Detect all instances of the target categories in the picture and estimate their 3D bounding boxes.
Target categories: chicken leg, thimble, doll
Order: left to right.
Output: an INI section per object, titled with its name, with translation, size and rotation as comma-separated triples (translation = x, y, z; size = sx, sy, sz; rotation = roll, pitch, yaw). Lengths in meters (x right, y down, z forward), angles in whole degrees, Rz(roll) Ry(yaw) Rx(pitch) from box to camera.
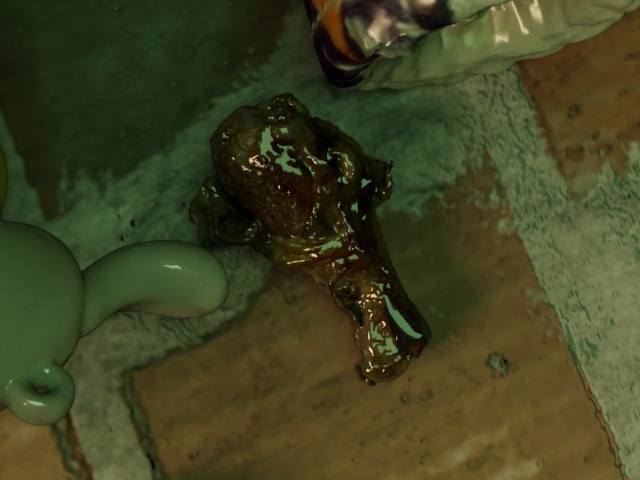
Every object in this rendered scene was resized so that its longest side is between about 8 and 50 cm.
[doll]
translation = -0.206, -0.003, 0.752
size = 0.311, 0.242, 0.159
rotation = -7, 116, -33
[chicken leg]
translation = 0.005, -0.006, 0.862
size = 0.196, 0.080, 0.125
rotation = 40, 87, -12
[thimble]
translation = 0.097, -0.189, 0.817
size = 0.237, 0.237, 0.150
rotation = -13, 85, -13
